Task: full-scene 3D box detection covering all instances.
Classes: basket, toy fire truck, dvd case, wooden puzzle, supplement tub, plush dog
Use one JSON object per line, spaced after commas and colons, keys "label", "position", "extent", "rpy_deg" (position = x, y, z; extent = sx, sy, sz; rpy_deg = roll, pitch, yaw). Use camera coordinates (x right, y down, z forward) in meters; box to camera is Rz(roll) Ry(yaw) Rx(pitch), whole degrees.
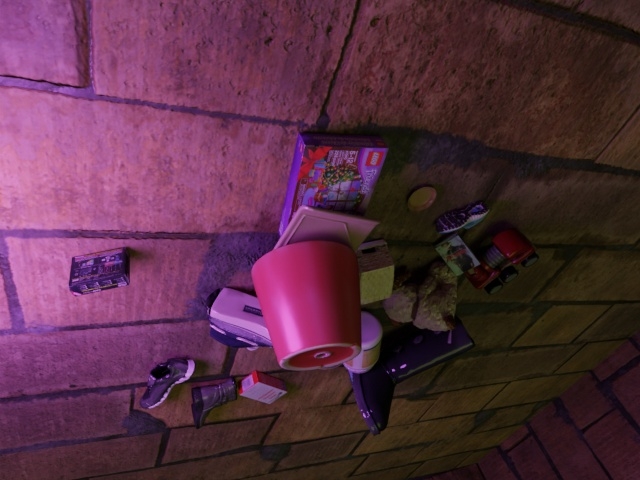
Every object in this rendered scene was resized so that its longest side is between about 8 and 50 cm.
{"label": "basket", "position": [0.150, 0.096, 1.318], "extent": [0.113, 0.103, 0.167], "rpy_deg": [-14, 138, -9]}
{"label": "toy fire truck", "position": [0.519, 0.039, 1.407], "extent": [0.246, 0.158, 0.217], "rpy_deg": [16, 127, -47]}
{"label": "dvd case", "position": [0.414, 0.043, 1.371], "extent": [0.087, 0.013, 0.119], "rpy_deg": [-35, 96, 34]}
{"label": "wooden puzzle", "position": [0.000, 0.000, 1.121], "extent": [0.221, 0.044, 0.238], "rpy_deg": [9, 138, -31]}
{"label": "supplement tub", "position": [0.134, 0.350, 1.541], "extent": [0.144, 0.144, 0.199], "rpy_deg": [-13, 137, -11]}
{"label": "plush dog", "position": [0.310, 0.206, 1.439], "extent": [0.225, 0.210, 0.262], "rpy_deg": [7, 118, 10]}

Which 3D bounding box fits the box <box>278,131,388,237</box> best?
{"label": "box", "position": [0.022, -0.115, 1.081], "extent": [0.201, 0.057, 0.293], "rpy_deg": [-3, 135, -20]}

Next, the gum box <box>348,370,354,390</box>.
{"label": "gum box", "position": [0.213, 0.547, 1.853], "extent": [0.184, 0.041, 0.157], "rpy_deg": [-19, 138, -6]}

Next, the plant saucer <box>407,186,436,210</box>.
{"label": "plant saucer", "position": [0.271, -0.115, 1.219], "extent": [0.083, 0.015, 0.083], "rpy_deg": [-13, 137, -12]}

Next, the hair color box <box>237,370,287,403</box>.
{"label": "hair color box", "position": [-0.211, 0.540, 1.657], "extent": [0.093, 0.053, 0.167], "rpy_deg": [-37, 135, 14]}

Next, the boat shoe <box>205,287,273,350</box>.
{"label": "boat shoe", "position": [-0.158, 0.252, 1.271], "extent": [0.341, 0.127, 0.158], "rpy_deg": [22, 136, 4]}

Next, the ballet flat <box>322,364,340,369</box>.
{"label": "ballet flat", "position": [0.054, 0.435, 1.654], "extent": [0.206, 0.073, 0.067], "rpy_deg": [-6, 150, -12]}

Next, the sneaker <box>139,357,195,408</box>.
{"label": "sneaker", "position": [-0.506, 0.440, 1.415], "extent": [0.234, 0.078, 0.106], "rpy_deg": [-41, 132, 14]}

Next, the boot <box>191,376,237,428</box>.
{"label": "boot", "position": [-0.375, 0.586, 1.619], "extent": [0.161, 0.083, 0.246], "rpy_deg": [-8, 138, -24]}

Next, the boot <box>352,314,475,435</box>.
{"label": "boot", "position": [0.337, 0.449, 1.584], "extent": [0.445, 0.367, 0.146], "rpy_deg": [-25, 112, 7]}

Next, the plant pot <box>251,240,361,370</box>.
{"label": "plant pot", "position": [-0.018, 0.168, 1.095], "extent": [0.275, 0.243, 0.275], "rpy_deg": [-9, 150, -5]}

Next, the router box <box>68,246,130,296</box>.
{"label": "router box", "position": [-0.499, 0.069, 1.024], "extent": [0.123, 0.092, 0.038], "rpy_deg": [-11, 137, -11]}

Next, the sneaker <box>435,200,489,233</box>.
{"label": "sneaker", "position": [0.413, -0.051, 1.312], "extent": [0.162, 0.063, 0.073], "rpy_deg": [-20, 141, -3]}
